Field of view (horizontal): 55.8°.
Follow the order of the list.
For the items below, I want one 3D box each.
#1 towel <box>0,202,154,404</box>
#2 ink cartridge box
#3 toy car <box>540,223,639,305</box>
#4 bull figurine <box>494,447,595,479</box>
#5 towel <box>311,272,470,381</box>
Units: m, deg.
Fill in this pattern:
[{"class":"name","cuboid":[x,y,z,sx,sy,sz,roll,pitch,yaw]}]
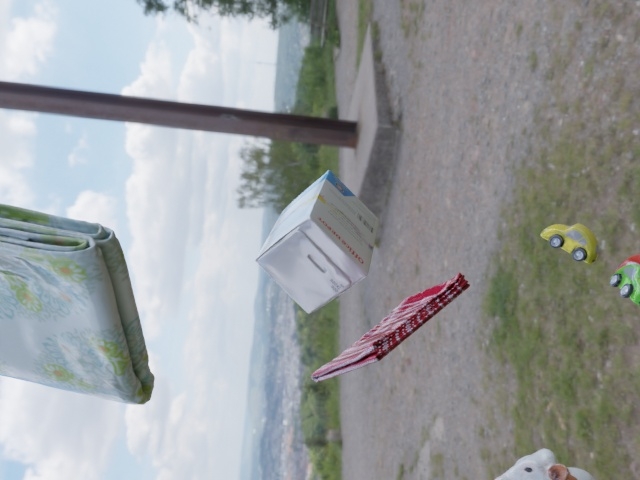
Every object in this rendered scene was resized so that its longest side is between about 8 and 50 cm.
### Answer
[{"class":"towel","cuboid":[-0.431,0.102,0.908,0.090,0.320,0.375,-66,-16,-46]},{"class":"ink cartridge box","cuboid":[0.000,0.000,1.292,0.168,0.171,0.233,-38,15,28]},{"class":"toy car","cuboid":[0.486,0.046,0.957,0.225,0.239,0.053,-78,13,-71]},{"class":"bull figurine","cuboid":[0.339,0.381,0.729,0.101,0.310,0.188,-22,45,67]},{"class":"towel","cuboid":[0.124,0.153,1.065,0.031,0.275,0.199,58,142,3]}]
